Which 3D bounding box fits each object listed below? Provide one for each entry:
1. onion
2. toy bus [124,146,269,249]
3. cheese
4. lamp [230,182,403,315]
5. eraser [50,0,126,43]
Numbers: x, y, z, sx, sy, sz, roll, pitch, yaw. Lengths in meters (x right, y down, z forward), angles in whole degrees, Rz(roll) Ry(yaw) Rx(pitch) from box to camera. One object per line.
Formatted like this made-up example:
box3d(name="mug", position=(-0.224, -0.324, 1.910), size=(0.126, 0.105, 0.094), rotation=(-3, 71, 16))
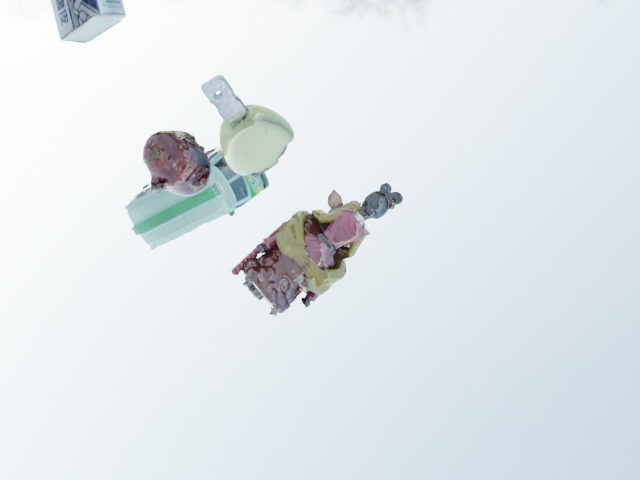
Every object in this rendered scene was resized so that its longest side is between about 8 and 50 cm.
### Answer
box3d(name="onion", position=(-0.208, -0.108, 1.270), size=(0.097, 0.107, 0.107), rotation=(-49, -152, -21))
box3d(name="toy bus", position=(-0.262, -0.093, 1.848), size=(0.276, 0.134, 0.165), rotation=(-24, -166, 28))
box3d(name="cheese", position=(-0.124, -0.191, 1.429), size=(0.127, 0.255, 0.050), rotation=(-28, -117, 3))
box3d(name="lamp", position=(0.000, 0.000, 1.280), size=(0.253, 0.118, 0.118), rotation=(-42, -143, -4))
box3d(name="eraser", position=(-0.400, -0.448, 1.464), size=(0.124, 0.068, 0.210), rotation=(-18, -94, 42))
